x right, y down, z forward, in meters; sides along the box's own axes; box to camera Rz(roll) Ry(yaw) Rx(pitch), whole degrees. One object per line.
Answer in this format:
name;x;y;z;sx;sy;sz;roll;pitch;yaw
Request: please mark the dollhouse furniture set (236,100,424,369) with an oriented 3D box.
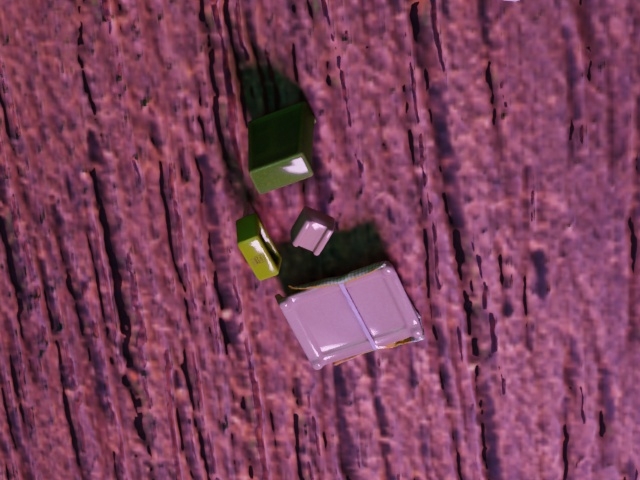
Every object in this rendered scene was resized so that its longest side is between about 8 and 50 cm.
dollhouse furniture set;0.000;0.000;0.733;0.076;0.059;0.152;-20;122;13
